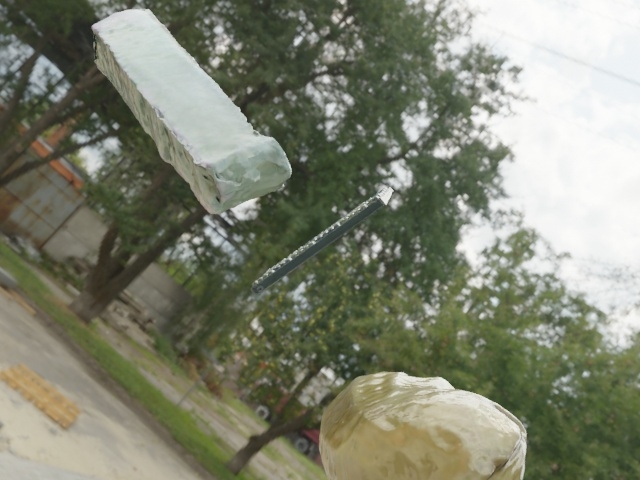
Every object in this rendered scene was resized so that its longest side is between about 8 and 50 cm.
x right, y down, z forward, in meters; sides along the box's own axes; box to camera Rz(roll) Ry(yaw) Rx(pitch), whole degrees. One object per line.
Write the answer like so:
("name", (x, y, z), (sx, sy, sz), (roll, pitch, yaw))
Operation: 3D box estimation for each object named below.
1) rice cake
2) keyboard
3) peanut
("rice cake", (-0.078, -0.074, 0.385), (0.211, 0.043, 0.034), (49, -26, 46))
("keyboard", (0.001, 0.001, 0.766), (0.014, 0.176, 0.055), (53, 23, -4))
("peanut", (0.086, 0.215, 0.728), (0.174, 0.158, 0.340), (6, -4, 0))
